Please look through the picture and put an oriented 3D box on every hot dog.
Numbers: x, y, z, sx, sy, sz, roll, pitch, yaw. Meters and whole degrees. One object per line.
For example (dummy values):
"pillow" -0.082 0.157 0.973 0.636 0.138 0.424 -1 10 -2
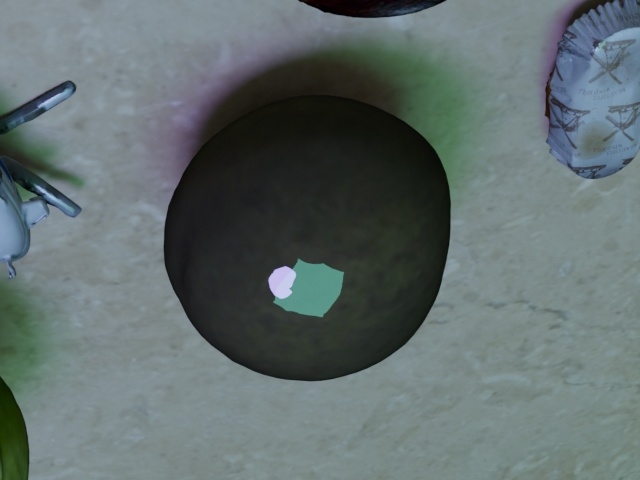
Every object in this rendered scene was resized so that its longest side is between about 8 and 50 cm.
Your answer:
"hot dog" 0.234 -0.122 1.264 0.099 0.053 0.192 -10 143 -3

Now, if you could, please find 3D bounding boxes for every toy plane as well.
"toy plane" -0.262 -0.086 1.121 0.182 0.107 0.273 -7 136 -16

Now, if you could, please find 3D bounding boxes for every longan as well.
"longan" 0.000 0.000 1.211 0.248 0.248 0.248 -8 140 -7

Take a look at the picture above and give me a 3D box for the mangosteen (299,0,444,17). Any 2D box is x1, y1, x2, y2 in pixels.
"mangosteen" 0.000 -0.236 0.946 0.289 0.231 0.231 -21 144 40

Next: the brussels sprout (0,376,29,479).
"brussels sprout" -0.370 0.161 1.258 0.227 0.259 0.294 -35 156 -26
